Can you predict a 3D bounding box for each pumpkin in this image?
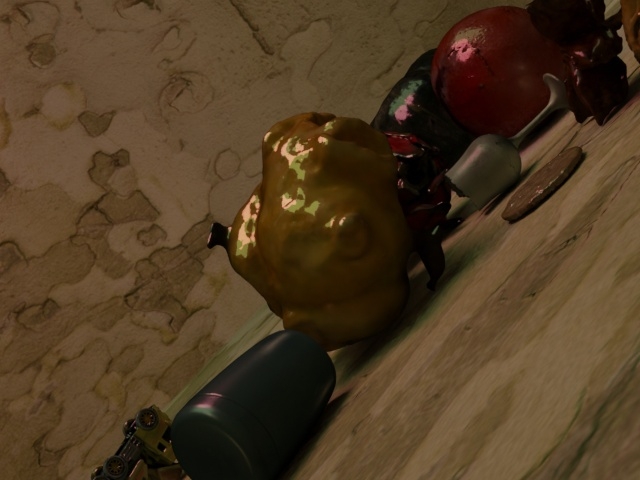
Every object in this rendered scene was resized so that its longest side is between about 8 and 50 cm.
[{"bbox_3d":[0.210,-0.210,1.941,0.300,0.207,0.300,-58,-1,-1],"label":"pumpkin"}]

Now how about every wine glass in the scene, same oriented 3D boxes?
[{"bbox_3d":[0.253,-0.127,1.379,0.195,0.079,0.079,-44,3,1],"label":"wine glass"}]

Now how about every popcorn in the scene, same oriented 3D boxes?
[{"bbox_3d":[0.000,0.000,1.295,0.316,0.280,0.297,107,163,-55],"label":"popcorn"}]

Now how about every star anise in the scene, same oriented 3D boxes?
[{"bbox_3d":[0.315,-0.238,1.249,0.111,0.212,0.196,-9,-1,32],"label":"star anise"}]

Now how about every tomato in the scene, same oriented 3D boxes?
[{"bbox_3d":[0.267,-0.249,1.591,0.184,0.208,0.208,-24,-7,-28],"label":"tomato"}]

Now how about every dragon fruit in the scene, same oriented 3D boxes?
[{"bbox_3d":[0.105,-0.070,1.540,0.274,0.192,0.193,-39,23,52],"label":"dragon fruit"}]

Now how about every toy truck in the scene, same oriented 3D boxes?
[{"bbox_3d":[-0.278,0.356,1.601,0.085,0.116,0.191,-40,14,52],"label":"toy truck"}]

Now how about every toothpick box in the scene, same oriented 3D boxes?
[{"bbox_3d":[-0.063,0.180,1.116,0.120,0.120,0.184,-42,1,42],"label":"toothpick box"}]

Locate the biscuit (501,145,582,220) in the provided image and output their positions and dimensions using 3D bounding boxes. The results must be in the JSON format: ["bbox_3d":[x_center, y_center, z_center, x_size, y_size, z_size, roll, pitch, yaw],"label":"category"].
[{"bbox_3d":[0.250,-0.064,1.182,0.120,0.015,0.120,-44,4,4],"label":"biscuit"}]

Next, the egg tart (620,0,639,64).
[{"bbox_3d":[0.414,-0.337,1.164,0.319,0.128,0.319,7,-90,-69],"label":"egg tart"}]
